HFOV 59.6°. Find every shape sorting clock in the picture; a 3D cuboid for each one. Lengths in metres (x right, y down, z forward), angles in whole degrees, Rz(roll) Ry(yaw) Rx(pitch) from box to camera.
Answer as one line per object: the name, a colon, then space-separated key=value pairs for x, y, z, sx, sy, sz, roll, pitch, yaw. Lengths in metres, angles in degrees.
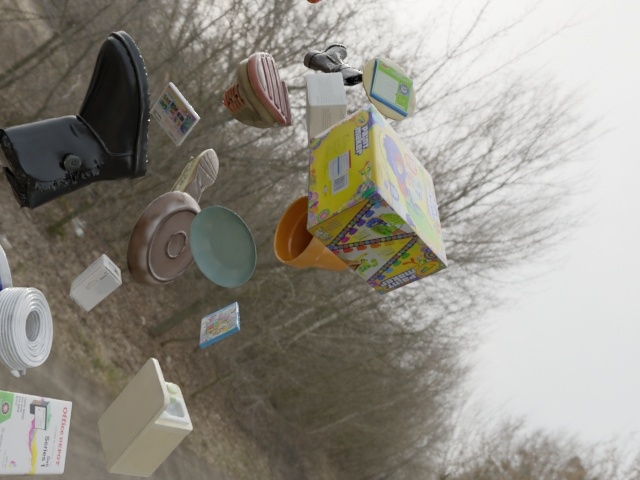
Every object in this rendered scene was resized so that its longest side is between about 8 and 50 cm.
shape sorting clock: x=0.208 y=-0.457 z=1.687 sx=0.206 sy=0.206 sz=0.040 roll=57 pitch=-33 yaw=-8

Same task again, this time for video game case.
video game case: x=-0.290 y=0.241 z=1.610 sx=0.015 sy=0.119 sz=0.166 roll=64 pitch=0 yaw=-20
video game case: x=-0.492 y=-0.423 z=1.882 sx=0.157 sy=0.143 sz=0.019 roll=52 pitch=34 yaw=4

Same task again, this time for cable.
cable: x=-0.922 y=0.271 z=1.729 sx=0.257 sy=0.089 sz=0.257 roll=89 pitch=-3 yaw=-57

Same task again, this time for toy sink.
toy sink: x=-0.405 y=0.425 z=1.344 sx=0.131 sy=0.234 sz=0.153 roll=31 pitch=13 yaw=-42

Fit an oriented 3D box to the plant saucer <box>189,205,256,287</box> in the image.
plant saucer: x=-0.217 y=0.011 z=1.286 sx=0.195 sy=0.195 sz=0.037 roll=56 pitch=34 yaw=3

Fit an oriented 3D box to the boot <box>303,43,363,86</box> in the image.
boot: x=0.085 y=-0.662 z=2.151 sx=0.228 sy=0.262 sz=0.091 roll=34 pitch=-46 yaw=25

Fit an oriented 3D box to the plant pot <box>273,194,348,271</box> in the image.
plant pot: x=0.000 y=0.000 z=1.605 sx=0.187 sy=0.205 sz=0.205 roll=26 pitch=12 yaw=-35

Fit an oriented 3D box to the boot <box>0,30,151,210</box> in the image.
boot: x=-0.363 y=-0.172 z=0.821 sx=0.094 sy=0.207 sz=0.247 roll=38 pitch=-47 yaw=30

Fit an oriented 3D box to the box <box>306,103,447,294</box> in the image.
box: x=0.124 y=-0.088 z=1.244 sx=0.279 sy=0.176 sz=0.290 roll=41 pitch=35 yaw=-37

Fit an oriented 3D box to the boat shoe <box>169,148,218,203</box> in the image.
boat shoe: x=-0.424 y=-0.197 z=1.828 sx=0.089 sy=0.285 sz=0.105 roll=-2 pitch=-47 yaw=26

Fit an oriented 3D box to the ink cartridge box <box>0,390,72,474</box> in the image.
ink cartridge box: x=-0.812 y=0.518 z=1.485 sx=0.278 sy=0.116 sz=0.202 roll=47 pitch=36 yaw=-60

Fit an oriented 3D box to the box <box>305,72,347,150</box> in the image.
box: x=0.015 y=-0.412 z=1.792 sx=0.181 sy=0.118 sz=0.182 roll=92 pitch=-7 yaw=-49

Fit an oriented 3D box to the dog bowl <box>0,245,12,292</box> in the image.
dog bowl: x=-1.113 y=0.141 z=1.857 sx=0.264 sy=0.104 sz=0.265 roll=13 pitch=-72 yaw=47

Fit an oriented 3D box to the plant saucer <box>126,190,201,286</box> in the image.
plant saucer: x=-0.449 y=0.006 z=1.685 sx=0.050 sy=0.311 sz=0.311 roll=23 pitch=-22 yaw=23

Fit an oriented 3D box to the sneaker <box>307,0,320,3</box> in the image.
sneaker: x=-0.010 y=-0.484 z=0.927 sx=0.067 sy=0.064 sz=0.175 roll=18 pitch=-72 yaw=58

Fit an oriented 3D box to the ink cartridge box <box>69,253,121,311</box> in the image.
ink cartridge box: x=-0.795 y=0.147 z=1.978 sx=0.093 sy=0.154 sz=0.212 roll=52 pitch=-11 yaw=-20

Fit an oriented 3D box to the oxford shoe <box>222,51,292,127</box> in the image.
oxford shoe: x=-0.133 y=-0.275 z=1.105 sx=0.348 sy=0.130 sz=0.123 roll=5 pitch=76 yaw=-87
